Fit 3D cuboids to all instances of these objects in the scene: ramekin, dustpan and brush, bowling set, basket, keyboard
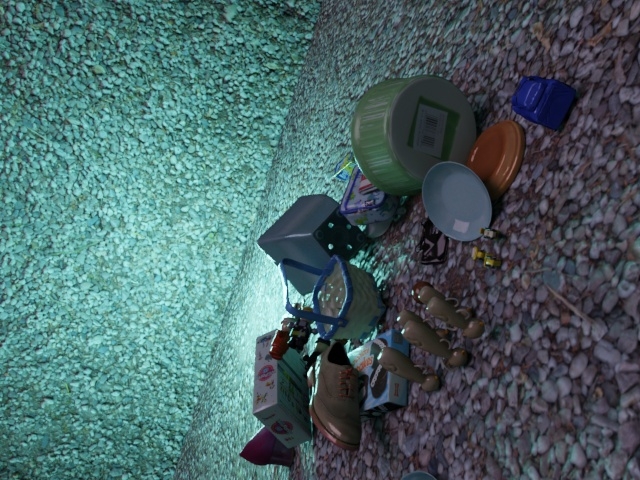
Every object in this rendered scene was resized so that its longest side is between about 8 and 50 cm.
[{"bbox_3d":[0.241,-0.264,1.654,0.148,0.303,0.304,2,75,64],"label":"ramekin"},{"bbox_3d":[0.198,-0.084,2.009,0.211,0.060,0.147,169,107,-77],"label":"dustpan and brush"},{"bbox_3d":[0.265,0.181,1.467,0.287,0.154,0.200,-55,7,47],"label":"bowling set"},{"bbox_3d":[0.024,0.161,1.895,0.201,0.288,0.255,-59,22,25],"label":"basket"},{"bbox_3d":[0.298,-0.027,1.699,0.100,0.038,0.192,-5,65,46],"label":"keyboard"}]

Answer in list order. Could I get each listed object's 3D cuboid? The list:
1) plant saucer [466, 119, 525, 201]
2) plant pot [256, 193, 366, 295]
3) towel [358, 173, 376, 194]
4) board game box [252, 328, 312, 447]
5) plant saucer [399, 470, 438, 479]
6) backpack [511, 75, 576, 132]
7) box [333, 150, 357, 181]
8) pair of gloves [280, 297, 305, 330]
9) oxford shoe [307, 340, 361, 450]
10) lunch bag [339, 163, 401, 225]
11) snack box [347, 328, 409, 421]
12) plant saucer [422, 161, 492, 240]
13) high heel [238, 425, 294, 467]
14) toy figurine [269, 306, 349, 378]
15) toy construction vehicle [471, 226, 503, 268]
[{"bbox_3d":[0.393,-0.185,1.533,0.200,0.037,0.200,-163,90,-73],"label":"plant saucer"},{"bbox_3d":[0.000,0.000,2.107,0.248,0.247,0.252,-47,16,-26],"label":"plant pot"},{"bbox_3d":[0.227,-0.294,1.913,0.237,0.037,0.329,-20,41,45],"label":"towel"},{"bbox_3d":[-0.123,0.474,2.150,0.097,0.224,0.303,-24,37,15],"label":"board game box"},{"bbox_3d":[0.200,0.634,1.346,0.317,0.043,0.318,-163,90,-72],"label":"plant saucer"},{"bbox_3d":[0.449,-0.295,1.371,0.098,0.101,0.120,-61,17,14],"label":"backpack"},{"bbox_3d":[0.108,-0.271,2.418,0.169,0.059,0.054,-34,40,63],"label":"box"},{"bbox_3d":[-0.113,0.356,2.528,0.204,0.042,0.240,125,157,-51],"label":"pair of gloves"},{"bbox_3d":[0.044,0.389,1.715,0.130,0.122,0.348,-63,24,19],"label":"oxford shoe"},{"bbox_3d":[0.155,-0.150,1.975,0.176,0.090,0.219,-8,48,40],"label":"lunch bag"},{"bbox_3d":[0.129,0.371,1.765,0.322,0.060,0.187,135,146,-56],"label":"snack box"},{"bbox_3d":[0.322,-0.094,1.537,0.195,0.037,0.195,30,134,37],"label":"plant saucer"},{"bbox_3d":[-0.193,0.609,2.302,0.377,0.181,0.127,-105,37,-59],"label":"high heel"},{"bbox_3d":[-0.029,0.315,2.057,0.209,0.213,0.148,-40,20,54],"label":"toy figurine"},{"bbox_3d":[0.367,0.015,1.444,0.098,0.035,0.086,-158,75,-75],"label":"toy construction vehicle"}]
